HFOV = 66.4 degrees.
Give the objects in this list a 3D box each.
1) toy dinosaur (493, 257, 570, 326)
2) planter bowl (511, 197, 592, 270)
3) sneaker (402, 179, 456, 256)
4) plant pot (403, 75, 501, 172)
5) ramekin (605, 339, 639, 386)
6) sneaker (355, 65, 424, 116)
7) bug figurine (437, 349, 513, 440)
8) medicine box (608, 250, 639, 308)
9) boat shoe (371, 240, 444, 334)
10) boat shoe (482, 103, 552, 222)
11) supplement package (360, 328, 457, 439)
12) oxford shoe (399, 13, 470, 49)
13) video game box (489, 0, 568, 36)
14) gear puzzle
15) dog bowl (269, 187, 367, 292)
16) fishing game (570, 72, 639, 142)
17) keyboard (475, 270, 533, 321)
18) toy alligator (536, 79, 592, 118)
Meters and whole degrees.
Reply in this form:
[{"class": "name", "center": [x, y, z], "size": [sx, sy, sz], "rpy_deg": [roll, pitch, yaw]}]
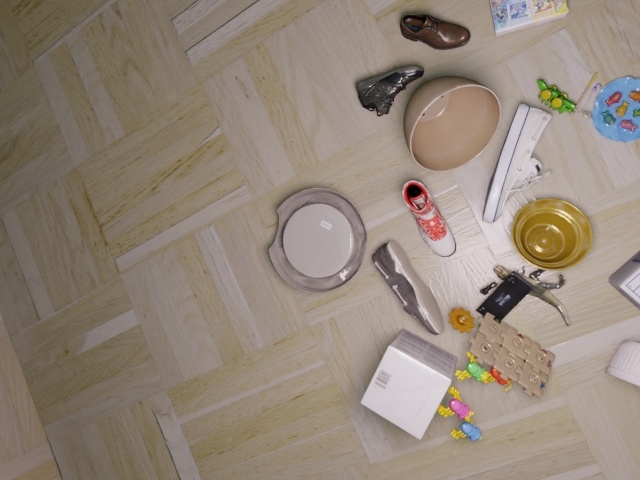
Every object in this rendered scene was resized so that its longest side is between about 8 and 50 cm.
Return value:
[{"class": "toy dinosaur", "center": [0.660, 0.130, 1.468], "size": [0.268, 0.064, 0.118], "rpy_deg": [36, 116, 14]}, {"class": "planter bowl", "center": [0.665, -0.007, 1.435], "size": [0.217, 0.090, 0.217], "rpy_deg": [-3, 74, 10]}, {"class": "sneaker", "center": [0.334, -0.067, 1.526], "size": [0.090, 0.145, 0.270], "rpy_deg": [-26, 83, 17]}, {"class": "plant pot", "center": [0.365, -0.375, 1.472], "size": [0.284, 0.284, 0.191], "rpy_deg": [-37, 44, 15]}, {"class": "ramekin", "center": [0.901, 0.351, 1.322], "size": [0.207, 0.207, 0.109], "rpy_deg": [21, 88, 17]}, {"class": "sneaker", "center": [0.234, -0.479, 1.585], "size": [0.227, 0.087, 0.130], "rpy_deg": [-15, 88, 21]}, {"class": "bug figurine", "center": [0.464, 0.463, 1.451], "size": [0.072, 0.216, 0.279], "rpy_deg": [17, 73, 57]}, {"class": "medicine box", "center": [0.999, 0.125, 1.308], "size": [0.289, 0.149, 0.263], "rpy_deg": [45, 104, 12]}, {"class": "boat shoe", "center": [0.281, 0.161, 1.578], "size": [0.095, 0.112, 0.335], "rpy_deg": [-37, 74, 33]}, {"class": "boat shoe", "center": [0.604, -0.212, 1.452], "size": [0.156, 0.136, 0.367], "rpy_deg": [19, 87, 14]}, {"class": "supplement package", "center": [0.277, 0.422, 1.493], "size": [0.198, 0.263, 0.199], "rpy_deg": [27, 100, 16]}, {"class": "oxford shoe", "center": [0.355, -0.658, 1.534], "size": [0.227, 0.096, 0.082], "rpy_deg": [16, 94, 16]}, {"class": "video game box", "center": [0.617, -0.737, 1.471], "size": [0.205, 0.048, 0.187], "rpy_deg": [-9, 86, 19]}, {"class": "gear puzzle", "center": [0.525, 0.321, 1.467], "size": [0.339, 0.175, 0.044], "rpy_deg": [33, 146, 8]}, {"class": "dog bowl", "center": [0.000, 0.000, 1.662], "size": [0.349, 0.102, 0.348], "rpy_deg": [0, 91, 18]}, {"class": "fishing game", "center": [0.879, -0.375, 1.396], "size": [0.264, 0.041, 0.189], "rpy_deg": [36, 104, 14]}, {"class": "keyboard", "center": [0.549, 0.168, 1.495], "size": [0.108, 0.023, 0.180], "rpy_deg": [36, 122, 7]}, {"class": "toy alligator", "center": [0.707, -0.402, 1.447], "size": [0.190, 0.056, 0.051], "rpy_deg": [44, 143, 14]}]
